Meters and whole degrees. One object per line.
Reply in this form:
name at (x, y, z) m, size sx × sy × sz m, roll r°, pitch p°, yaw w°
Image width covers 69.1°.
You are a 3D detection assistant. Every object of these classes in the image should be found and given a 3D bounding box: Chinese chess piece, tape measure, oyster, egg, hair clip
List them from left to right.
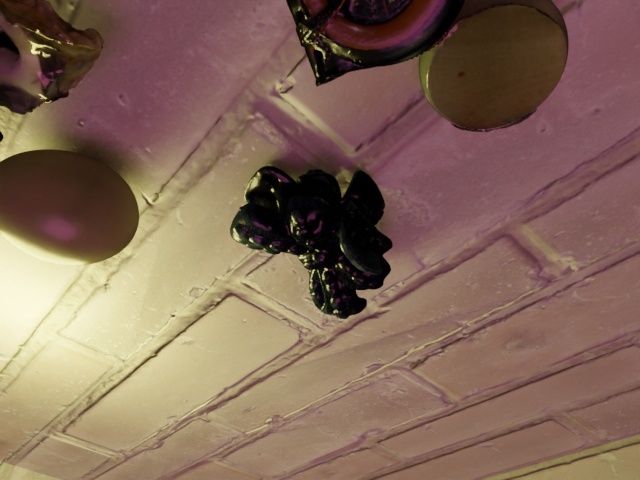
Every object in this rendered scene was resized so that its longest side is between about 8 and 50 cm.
oyster at (-0.442, -0.292, 0.586) m, size 0.351 × 0.115 × 0.238 m, roll 21°, pitch 148°, yaw 4°
egg at (-0.426, -0.055, 0.770) m, size 0.241 × 0.186 × 0.186 m, roll 14°, pitch 132°, yaw -7°
hair clip at (0.007, 0.000, 0.801) m, size 0.206 × 0.195 × 0.310 m, roll -25°, pitch 128°, yaw 33°
tape measure at (0.062, -0.301, 0.529) m, size 0.222 × 0.135 × 0.202 m, roll -14°, pitch 110°, yaw 25°
Chinese chess piece at (0.228, -0.243, 0.626) m, size 0.188 × 0.083 × 0.188 m, roll 2°, pitch 137°, yaw 2°

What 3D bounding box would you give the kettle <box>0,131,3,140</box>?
kettle at (-0.581, -0.199, 0.574) m, size 0.207 × 0.268 × 0.290 m, roll -34°, pitch 113°, yaw -7°
